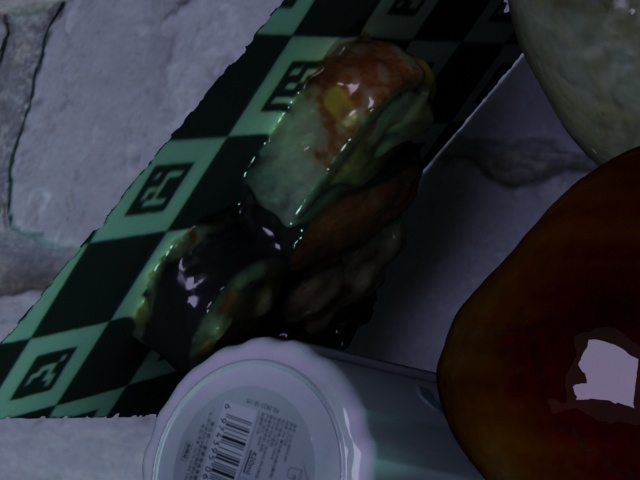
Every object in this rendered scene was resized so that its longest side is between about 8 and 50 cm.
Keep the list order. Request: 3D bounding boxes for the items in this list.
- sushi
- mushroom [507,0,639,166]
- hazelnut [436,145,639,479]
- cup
[{"bbox_3d":[0.000,0.000,0.873,0.069,0.320,0.339,43,98,20],"label":"sushi"},{"bbox_3d":[0.187,-0.150,0.876,0.189,0.164,0.267,-10,69,30],"label":"mushroom"},{"bbox_3d":[0.169,0.055,0.761,0.217,0.251,0.217,17,115,40],"label":"hazelnut"},{"bbox_3d":[0.036,0.149,0.852,0.221,0.202,0.167,18,87,37],"label":"cup"}]
